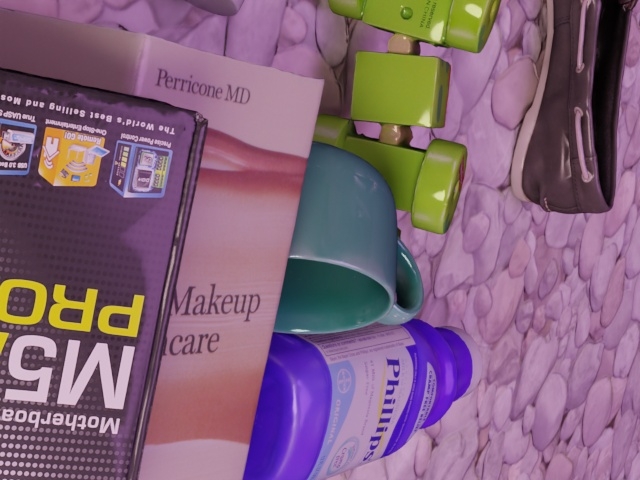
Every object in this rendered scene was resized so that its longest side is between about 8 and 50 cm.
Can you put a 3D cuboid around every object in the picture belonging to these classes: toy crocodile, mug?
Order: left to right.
[{"bbox_3d":[-0.010,-0.001,0.732,0.158,0.129,0.097,53,35,-59],"label":"mug"},{"bbox_3d":[0.061,-0.118,0.798,0.105,0.115,0.341,-26,128,-74],"label":"toy crocodile"}]

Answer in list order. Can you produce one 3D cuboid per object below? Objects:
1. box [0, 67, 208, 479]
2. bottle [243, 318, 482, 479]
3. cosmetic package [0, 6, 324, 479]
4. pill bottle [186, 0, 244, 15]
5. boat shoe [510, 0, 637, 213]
[{"bbox_3d":[-0.197,0.026,0.439,0.270,0.060,0.216,10,96,-24],"label":"box"},{"bbox_3d":[0.032,0.115,0.865,0.282,0.092,0.118,-3,112,-53],"label":"bottle"},{"bbox_3d":[-0.114,0.037,0.605,0.153,0.129,0.296,1,102,-52],"label":"cosmetic package"},{"bbox_3d":[-0.047,-0.198,0.656,0.067,0.067,0.120,37,73,-53],"label":"pill bottle"},{"bbox_3d":[0.269,-0.188,1.064,0.112,0.095,0.335,-5,107,-53],"label":"boat shoe"}]
